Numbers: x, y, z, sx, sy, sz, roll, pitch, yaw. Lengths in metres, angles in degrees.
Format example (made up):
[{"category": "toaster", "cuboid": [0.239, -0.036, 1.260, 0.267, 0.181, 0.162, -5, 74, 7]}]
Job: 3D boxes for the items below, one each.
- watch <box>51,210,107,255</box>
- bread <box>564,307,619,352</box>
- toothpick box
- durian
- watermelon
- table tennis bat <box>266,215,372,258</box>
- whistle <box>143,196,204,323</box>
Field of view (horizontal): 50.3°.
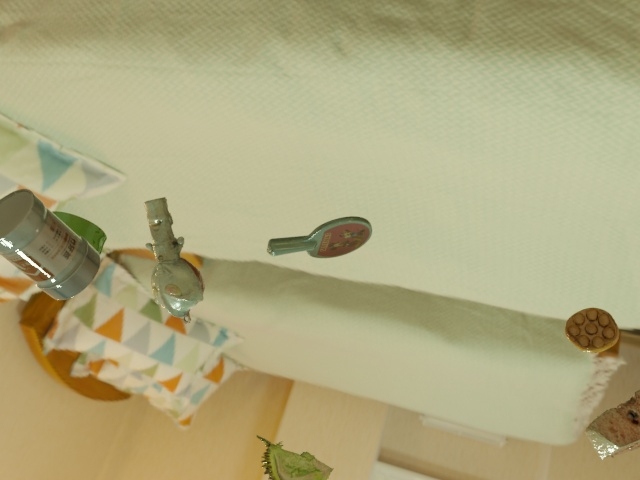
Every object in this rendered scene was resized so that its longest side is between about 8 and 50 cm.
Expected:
[{"category": "watch", "cuboid": [-0.499, 0.005, 1.382, 0.152, 0.131, 0.165, -11, 144, 36]}, {"category": "bread", "cuboid": [0.577, 0.190, 1.449, 0.110, 0.110, 0.024, 2, 142, 31]}, {"category": "toothpick box", "cuboid": [-0.419, 0.009, 1.024, 0.101, 0.101, 0.153, 2, 146, 32]}, {"category": "durian", "cuboid": [-0.071, 0.502, 1.506, 0.215, 0.100, 0.086, 31, 172, -27]}, {"category": "watermelon", "cuboid": [0.578, 0.335, 1.242, 0.241, 0.094, 0.154, -10, 140, -29]}, {"category": "table tennis bat", "cuboid": [0.000, 0.000, 1.511, 0.244, 0.040, 0.153, -8, 149, -19]}, {"category": "whistle", "cuboid": [-0.396, 0.058, 1.809, 0.142, 0.134, 0.346, 0, 104, 53]}]
